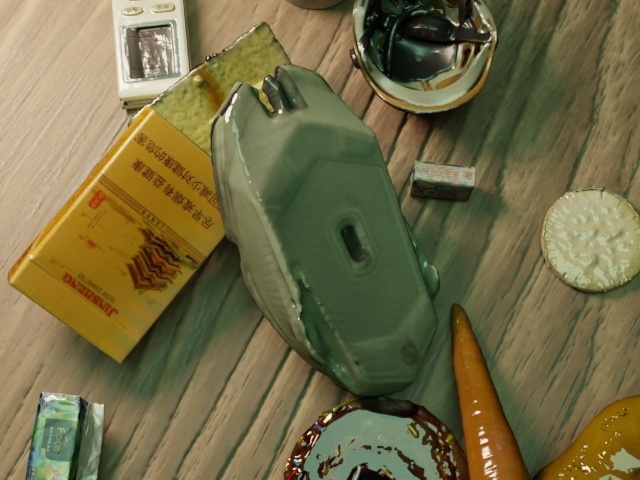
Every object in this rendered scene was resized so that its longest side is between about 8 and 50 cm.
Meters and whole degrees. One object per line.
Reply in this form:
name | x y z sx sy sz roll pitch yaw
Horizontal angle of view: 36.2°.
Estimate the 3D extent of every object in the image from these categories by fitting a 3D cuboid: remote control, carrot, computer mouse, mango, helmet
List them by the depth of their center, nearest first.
mango | 0.343 0.280 1.161 0.248 0.151 0.156 -24 108 -11
carrot | 0.193 0.210 1.183 0.069 0.069 0.336 -8 46 -3
computer mouse | -0.003 -0.002 1.216 0.228 0.145 0.429 -29 100 -33
helmet | 0.136 -0.268 1.341 0.198 0.130 0.225 -10 83 0
remote control | -0.242 -0.325 1.391 0.102 0.055 0.277 -7 73 -2

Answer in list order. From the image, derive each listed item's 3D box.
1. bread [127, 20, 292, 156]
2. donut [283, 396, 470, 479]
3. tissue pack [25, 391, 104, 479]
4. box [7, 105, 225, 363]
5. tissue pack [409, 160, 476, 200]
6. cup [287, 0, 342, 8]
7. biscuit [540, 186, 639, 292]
bread | -0.106 -0.138 1.291 0.240 0.135 0.178 -37 75 -8
donut | 0.065 0.300 1.181 0.230 0.096 0.216 -12 72 -5
tissue pack | -0.307 0.249 1.197 0.079 0.085 0.111 5 72 0
box | -0.234 -0.008 1.223 0.174 0.076 0.274 40 86 -18
tissue pack | 0.163 -0.079 1.316 0.083 0.063 0.035 7 70 2
cup | -0.030 -0.451 1.346 0.241 0.226 0.185 35 77 11
biscuit | 0.369 -0.002 1.317 0.152 0.020 0.152 0 73 0
